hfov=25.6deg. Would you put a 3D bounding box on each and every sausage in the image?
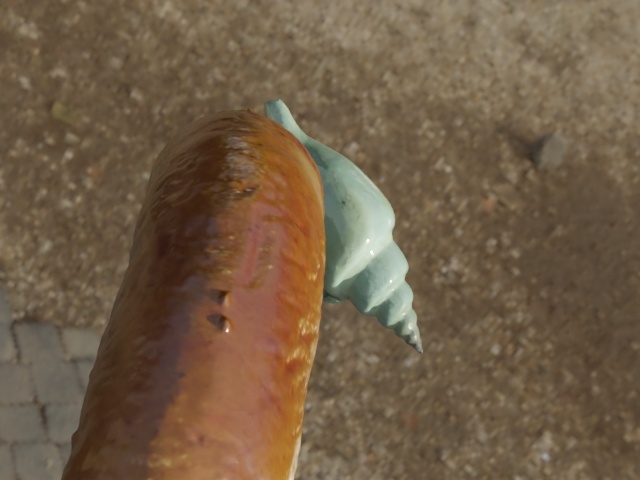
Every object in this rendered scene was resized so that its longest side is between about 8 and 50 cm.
[{"bbox_3d":[-0.041,0.030,0.525,0.076,0.102,0.302,21,35,-9],"label":"sausage"}]

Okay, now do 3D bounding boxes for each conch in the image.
[{"bbox_3d":[0.006,-0.002,0.839,0.065,0.088,0.180,-10,60,-52],"label":"conch"}]
